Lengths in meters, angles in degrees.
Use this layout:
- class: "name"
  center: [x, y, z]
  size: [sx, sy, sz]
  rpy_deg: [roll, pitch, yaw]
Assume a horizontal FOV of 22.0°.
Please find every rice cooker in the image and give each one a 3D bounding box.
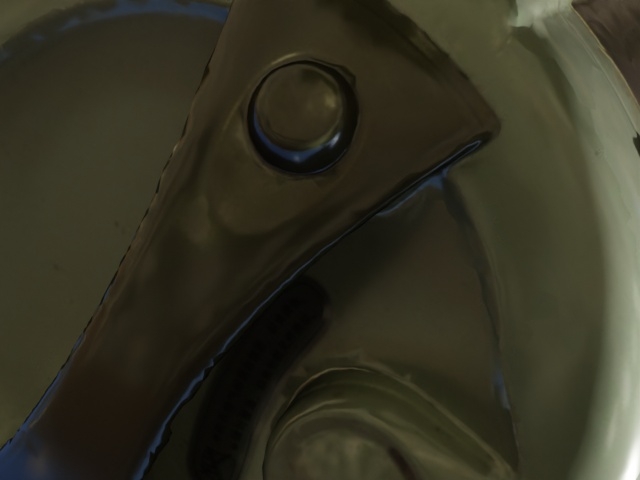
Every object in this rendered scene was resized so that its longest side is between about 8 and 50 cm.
- class: "rice cooker"
  center: [0.000, 0.000, 0.655]
  size: [0.335, 0.335, 0.325]
  rpy_deg: [25, -154, 15]
